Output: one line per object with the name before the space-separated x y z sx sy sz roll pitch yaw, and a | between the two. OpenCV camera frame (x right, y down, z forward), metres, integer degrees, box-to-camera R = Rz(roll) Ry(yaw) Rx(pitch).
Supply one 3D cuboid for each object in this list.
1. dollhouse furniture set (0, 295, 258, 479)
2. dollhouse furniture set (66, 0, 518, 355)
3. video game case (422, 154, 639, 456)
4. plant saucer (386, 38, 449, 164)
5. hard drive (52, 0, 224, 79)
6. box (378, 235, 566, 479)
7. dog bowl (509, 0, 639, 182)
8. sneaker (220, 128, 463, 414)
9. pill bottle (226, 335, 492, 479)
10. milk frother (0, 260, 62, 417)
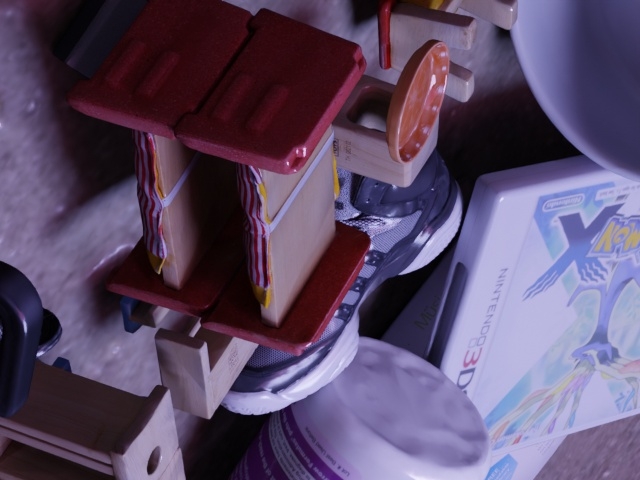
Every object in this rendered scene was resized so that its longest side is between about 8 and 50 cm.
dollhouse furniture set | -0.140 0.109 1.411 0.184 0.129 0.129 -56 154 -39
dollhouse furniture set | -0.002 -0.128 1.339 0.374 0.152 0.201 -57 158 -35
video game case | 0.229 0.051 1.701 0.329 0.036 0.300 -12 131 -35
plant saucer | 0.062 -0.091 1.288 0.083 0.013 0.083 20 90 -73
hard drive | -0.106 -0.156 1.290 0.135 0.022 0.094 -55 147 1
box | 0.144 0.139 1.825 0.232 0.058 0.322 -52 145 -5
dog bowl | 0.275 -0.180 1.520 0.104 0.265 0.265 -23 136 -41
sneaker | 0.000 0.000 1.494 0.268 0.101 0.153 -46 145 -24
pill bottle | -0.005 0.237 1.609 0.169 0.169 0.301 -3 134 -50
milk frother | -0.229 0.034 1.258 0.143 0.129 0.135 -84 -176 -58
